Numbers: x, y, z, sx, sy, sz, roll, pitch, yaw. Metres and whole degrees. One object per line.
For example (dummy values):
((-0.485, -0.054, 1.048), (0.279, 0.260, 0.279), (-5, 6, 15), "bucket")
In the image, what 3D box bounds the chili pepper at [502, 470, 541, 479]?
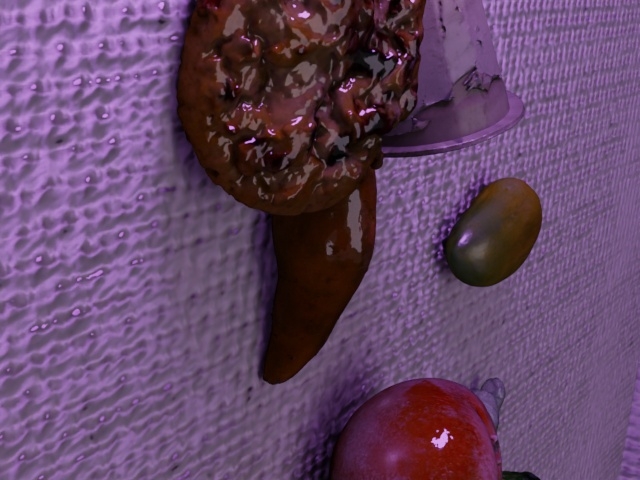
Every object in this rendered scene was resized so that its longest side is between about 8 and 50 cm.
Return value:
((0.246, 0.459, 2.372), (0.167, 0.213, 0.385), (-48, 164, 25), "chili pepper")

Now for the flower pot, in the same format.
((0.107, -0.214, 1.696), (0.212, 0.212, 0.202), (-44, 133, -52), "flower pot")

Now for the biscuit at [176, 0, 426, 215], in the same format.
((-0.001, -0.187, 1.497), (0.289, 0.081, 0.334), (2, 99, -43), "biscuit")

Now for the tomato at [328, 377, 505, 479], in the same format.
((0.121, 0.308, 1.935), (0.270, 0.227, 0.270), (-15, 90, -83), "tomato")

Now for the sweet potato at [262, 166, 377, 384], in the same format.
((0.002, -0.005, 1.660), (0.112, 0.112, 0.359), (-33, 132, -58), "sweet potato")

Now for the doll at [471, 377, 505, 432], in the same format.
((0.231, 0.283, 2.384), (0.214, 0.071, 0.103), (-53, 156, -57), "doll")

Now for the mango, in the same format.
((0.245, -0.003, 2.245), (0.237, 0.091, 0.137), (-42, 134, -44), "mango")
